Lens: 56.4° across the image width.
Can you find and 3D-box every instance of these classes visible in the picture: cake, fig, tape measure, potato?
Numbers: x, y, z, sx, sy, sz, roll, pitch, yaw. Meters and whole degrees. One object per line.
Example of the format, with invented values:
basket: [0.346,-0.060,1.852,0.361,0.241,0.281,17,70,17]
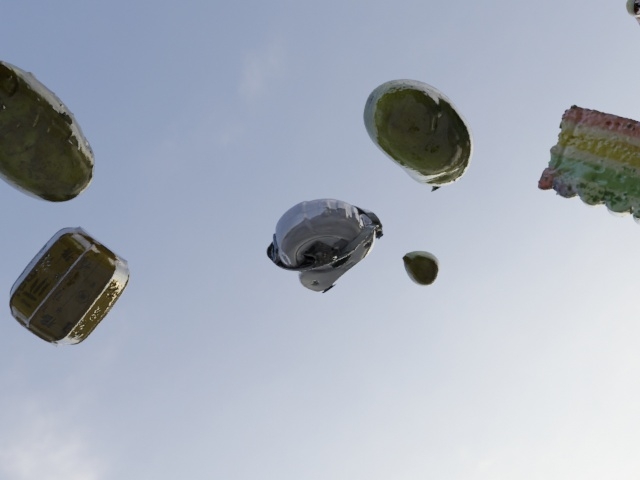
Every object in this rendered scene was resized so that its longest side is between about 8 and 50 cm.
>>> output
cake: [0.377,-0.072,0.690,0.090,0.225,0.110,15,-80,-52]
fig: [0.213,0.055,1.282,0.088,0.074,0.074,36,-74,-9]
tape measure: [0.000,0.000,1.232,0.197,0.120,0.236,24,-49,-34]
potato: [-0.445,-0.159,0.910,0.149,0.113,0.251,-36,-49,-1]
potato: [0.190,-0.208,1.145,0.248,0.143,0.170,30,-115,-27]

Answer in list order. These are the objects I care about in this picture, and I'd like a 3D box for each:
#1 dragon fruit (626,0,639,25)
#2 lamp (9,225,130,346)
dragon fruit: [0.786,-0.485,1.211,0.189,0.291,0.291,33,-74,-34]
lamp: [-0.435,0.080,1.040,0.185,0.161,0.161,-53,-55,-12]
